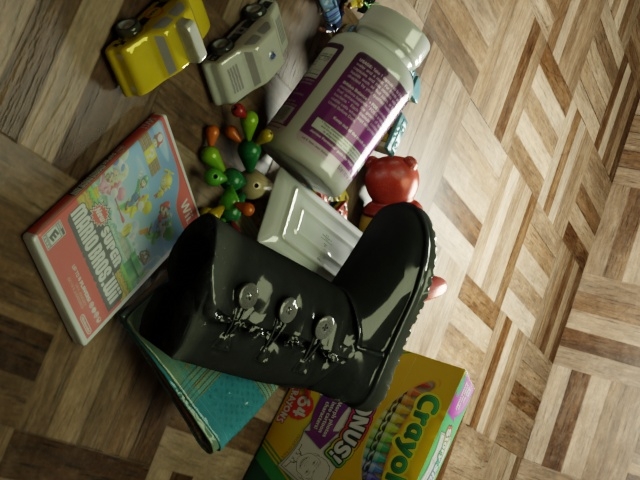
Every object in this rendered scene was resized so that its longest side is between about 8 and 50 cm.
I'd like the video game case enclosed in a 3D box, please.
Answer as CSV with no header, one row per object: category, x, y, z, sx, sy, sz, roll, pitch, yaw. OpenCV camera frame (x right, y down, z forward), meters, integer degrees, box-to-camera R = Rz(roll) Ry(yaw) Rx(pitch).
video game case,-0.282,-0.018,1.478,0.285,0.025,0.204,-51,143,-36

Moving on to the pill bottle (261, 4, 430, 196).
pill bottle,0.048,-0.235,1.740,0.301,0.169,0.169,-54,147,-7

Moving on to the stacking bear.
stacking bear,0.148,-0.028,2.093,0.164,0.175,0.289,-28,117,-61

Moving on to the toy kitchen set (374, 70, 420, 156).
toy kitchen set,0.133,-0.276,1.975,0.166,0.122,0.207,-66,149,-16

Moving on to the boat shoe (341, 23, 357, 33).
boat shoe,0.045,-0.301,1.870,0.066,0.066,0.183,35,73,-59

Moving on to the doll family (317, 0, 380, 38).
doll family,0.044,-0.419,1.807,0.193,0.076,0.111,-40,137,-26

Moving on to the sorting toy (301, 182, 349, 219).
sorting toy,0.011,-0.058,1.870,0.274,0.046,0.132,-49,131,-58

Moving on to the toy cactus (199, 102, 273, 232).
toy cactus,-0.119,-0.096,1.655,0.180,0.112,0.219,10,87,-66

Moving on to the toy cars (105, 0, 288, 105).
toy cars,-0.148,-0.282,1.526,0.394,0.087,0.176,-6,108,-59

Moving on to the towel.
towel,-0.134,0.124,1.676,0.370,0.040,0.271,-45,111,-43

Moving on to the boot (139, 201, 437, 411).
boot,-0.033,0.050,1.630,0.445,0.146,0.367,23,77,-39

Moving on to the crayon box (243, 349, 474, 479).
crayon box,0.072,0.370,1.966,0.363,0.313,0.106,-63,148,-22

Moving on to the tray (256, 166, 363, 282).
tray,0.000,0.000,1.770,0.270,0.030,0.145,38,61,-44
